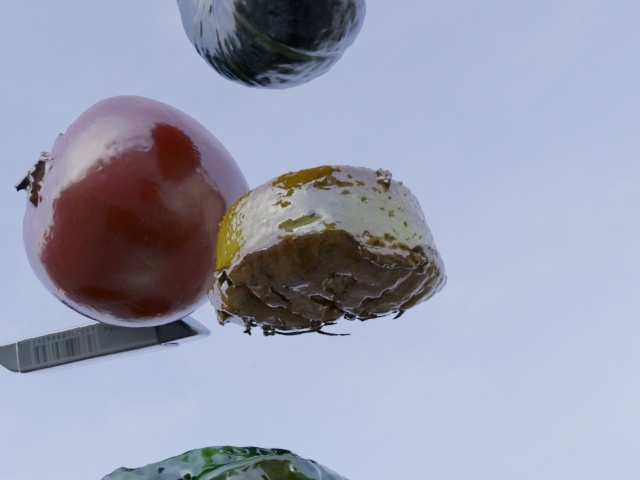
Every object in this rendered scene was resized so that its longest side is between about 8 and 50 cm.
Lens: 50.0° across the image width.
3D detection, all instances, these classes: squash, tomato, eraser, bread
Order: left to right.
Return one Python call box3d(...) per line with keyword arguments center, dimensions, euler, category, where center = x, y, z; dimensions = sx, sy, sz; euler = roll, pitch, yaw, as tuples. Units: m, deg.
box3d(center=(-0.347, 0.160, 1.077), dimensions=(0.352, 0.061, 0.089), euler=(-13, -12, 9), category="eraser")
box3d(center=(-0.244, -0.032, 0.958), dimensions=(0.321, 0.321, 0.321), euler=(-4, -56, -6), category="tomato")
box3d(center=(-0.061, -0.301, 0.801), dimensions=(0.165, 0.252, 0.252), euler=(-12, -48, -41), category="squash")
box3d(center=(0.005, 0.001, 0.730), dimensions=(0.260, 0.160, 0.147), euler=(-6, -38, 2), category="bread")

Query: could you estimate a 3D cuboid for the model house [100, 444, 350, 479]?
box3d(center=(-0.012, 0.199, 0.252), dimensions=(0.214, 0.189, 0.195), euler=(-51, -61, -18), category="model house")
